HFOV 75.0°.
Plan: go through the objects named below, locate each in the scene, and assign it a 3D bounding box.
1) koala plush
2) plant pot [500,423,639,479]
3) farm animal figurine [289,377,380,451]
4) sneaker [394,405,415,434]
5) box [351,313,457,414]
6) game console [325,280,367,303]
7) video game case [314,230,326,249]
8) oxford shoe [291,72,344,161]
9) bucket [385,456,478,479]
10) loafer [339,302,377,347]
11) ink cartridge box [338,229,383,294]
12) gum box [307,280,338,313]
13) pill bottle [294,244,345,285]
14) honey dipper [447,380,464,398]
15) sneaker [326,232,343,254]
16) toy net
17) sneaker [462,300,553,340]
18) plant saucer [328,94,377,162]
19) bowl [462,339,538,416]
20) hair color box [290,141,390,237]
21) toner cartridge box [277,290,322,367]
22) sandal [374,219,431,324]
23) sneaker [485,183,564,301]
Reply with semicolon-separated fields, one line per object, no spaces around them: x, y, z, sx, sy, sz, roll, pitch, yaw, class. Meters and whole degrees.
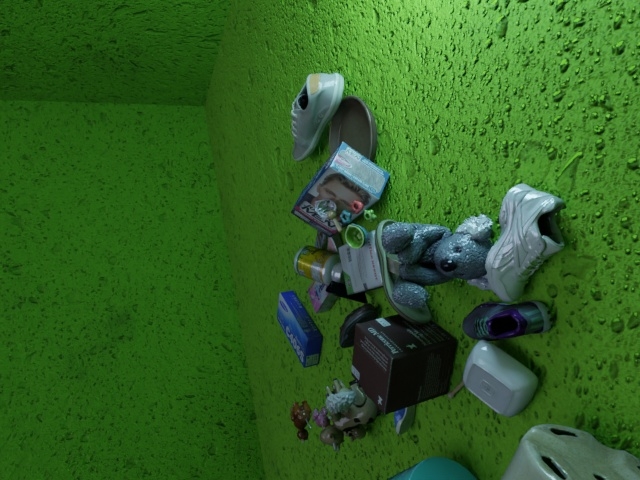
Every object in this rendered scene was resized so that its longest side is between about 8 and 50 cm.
0.286;0.032;0.928;0.221;0.203;0.196;-8;99;44;koala plush
0.392;0.487;0.652;0.334;0.333;0.306;33;115;59;plant pot
0.079;0.615;1.427;0.327;0.330;0.172;-42;50;26;farm animal figurine
0.234;0.489;1.237;0.084;0.058;0.152;29;118;53;sneaker
0.211;0.305;1.076;0.168;0.203;0.167;37;128;56;box
0.084;0.186;1.389;0.107;0.122;0.071;121;162;-53;game console
0.000;0.000;1.629;0.119;0.015;0.166;-102;19;-56;video game case
-0.048;-0.436;1.484;0.449;0.130;0.169;133;141;-64;oxford shoe
0.265;0.668;0.980;0.183;0.281;0.281;-61;42;39;bucket
0.111;0.276;1.415;0.267;0.096;0.084;112;149;-49;loafer
0.153;0.069;1.267;0.219;0.092;0.160;-29;69;62;ink cartridge box
0.014;0.197;1.628;0.107;0.062;0.188;68;151;30;gum box
0.016;0.095;1.486;0.208;0.117;0.118;17;113;39;pill bottle
0.344;0.345;1.006;0.161;0.030;0.030;108;145;-44;honey dipper
0.042;-0.003;1.533;0.070;0.051;0.134;-36;68;56;sneaker
0.055;-0.073;1.213;0.232;0.045;0.122;32;126;34;toy net
0.353;0.168;0.862;0.223;0.098;0.083;-40;60;60;sneaker
0.104;-0.320;1.338;0.278;0.041;0.278;173;90;-66;plant saucer
0.362;0.296;0.871;0.142;0.053;0.142;37;142;37;bowl
0.049;-0.144;1.321;0.105;0.174;0.347;-64;11;-28;hair color box
-0.103;0.397;1.913;0.348;0.075;0.165;48;136;51;toner cartridge box
0.223;0.075;1.106;0.086;0.120;0.303;-34;64;47;sandal
0.385;0.018;0.774;0.115;0.090;0.232;31;125;55;sneaker
